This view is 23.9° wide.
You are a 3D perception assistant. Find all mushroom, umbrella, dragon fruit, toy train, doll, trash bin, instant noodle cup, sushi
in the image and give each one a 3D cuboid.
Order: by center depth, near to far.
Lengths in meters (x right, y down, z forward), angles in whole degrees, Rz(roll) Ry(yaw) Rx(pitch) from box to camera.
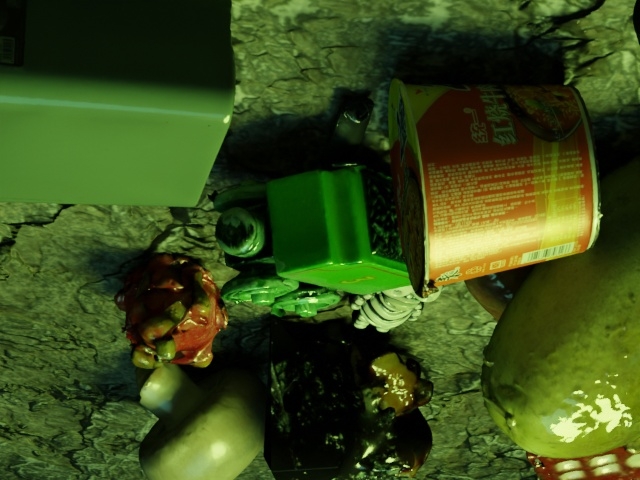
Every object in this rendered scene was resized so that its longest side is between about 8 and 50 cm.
[{"bbox_3d":[-0.262,-0.141,1.339,0.343,0.158,0.223,3,154,-15],"label":"trash bin"},{"bbox_3d":[0.163,-0.059,1.441,0.174,0.213,0.213,-6,152,-3],"label":"instant noodle cup"},{"bbox_3d":[0.024,-0.104,1.527,0.036,0.031,0.133,16,152,-2],"label":"umbrella"},{"bbox_3d":[0.000,0.000,1.589,0.188,0.132,0.243,-13,167,26],"label":"toy train"},{"bbox_3d":[0.093,0.055,1.789,0.091,0.067,0.219,13,149,-13],"label":"doll"},{"bbox_3d":[-0.180,0.091,1.797,0.133,0.208,0.150,-16,107,5],"label":"dragon fruit"},{"bbox_3d":[0.045,0.232,1.967,0.212,0.215,0.227,-4,151,8],"label":"sushi"},{"bbox_3d":[-0.174,0.238,2.053,0.204,0.204,0.204,1,152,0],"label":"mushroom"}]

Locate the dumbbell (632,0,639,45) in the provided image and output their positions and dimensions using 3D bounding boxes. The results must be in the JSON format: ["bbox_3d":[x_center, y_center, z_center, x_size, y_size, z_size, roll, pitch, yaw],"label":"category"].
[{"bbox_3d":[0.292,-0.222,1.221,0.100,0.100,0.191,-9,152,17],"label":"dumbbell"}]

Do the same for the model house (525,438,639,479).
[{"bbox_3d":[0.390,0.211,1.942,0.254,0.196,0.160,-10,149,18],"label":"model house"}]

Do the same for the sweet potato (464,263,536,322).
[{"bbox_3d":[0.232,0.040,1.710,0.131,0.131,0.337,-14,132,25],"label":"sweet potato"}]

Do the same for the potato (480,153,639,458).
[{"bbox_3d":[0.321,0.075,1.572,0.359,0.219,0.270,-48,146,2],"label":"potato"}]
